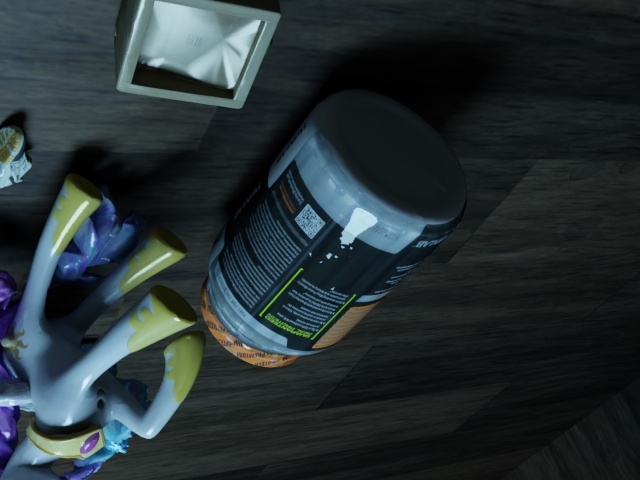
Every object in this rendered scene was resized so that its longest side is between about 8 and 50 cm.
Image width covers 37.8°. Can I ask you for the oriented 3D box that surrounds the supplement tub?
[{"bbox_3d":[0.000,0.000,1.043,0.194,0.193,0.316,4,142,-38],"label":"supplement tub"}]

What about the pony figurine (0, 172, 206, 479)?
[{"bbox_3d":[-0.292,0.121,0.962,0.363,0.351,0.303,-52,146,14],"label":"pony figurine"}]

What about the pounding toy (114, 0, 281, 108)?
[{"bbox_3d":[-0.096,-0.183,0.792,0.141,0.100,0.130,5,142,-22],"label":"pounding toy"}]

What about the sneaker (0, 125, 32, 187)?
[{"bbox_3d":[-0.290,-0.082,0.886,0.037,0.032,0.083,-14,158,-41],"label":"sneaker"}]

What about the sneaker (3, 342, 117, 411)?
[{"bbox_3d":[-0.385,0.187,1.214,0.229,0.087,0.092,6,143,-37],"label":"sneaker"}]
